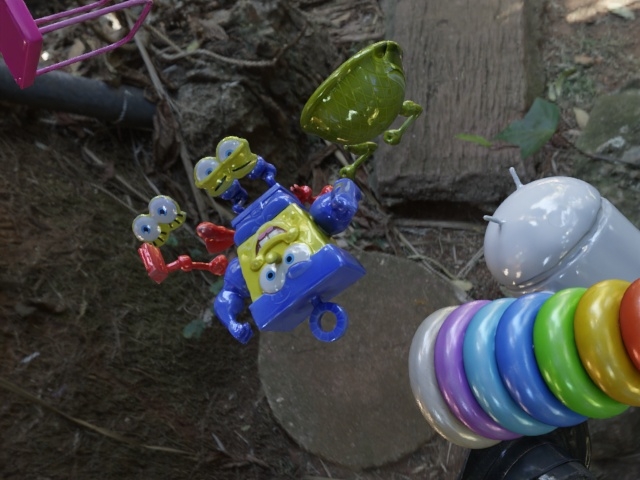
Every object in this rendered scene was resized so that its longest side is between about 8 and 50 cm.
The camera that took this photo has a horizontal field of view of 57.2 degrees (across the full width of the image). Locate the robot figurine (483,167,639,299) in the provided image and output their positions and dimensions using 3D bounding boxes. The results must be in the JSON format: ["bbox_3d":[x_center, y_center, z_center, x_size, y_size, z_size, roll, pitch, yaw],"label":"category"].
[{"bbox_3d":[0.398,0.043,0.906,0.353,0.200,0.300,42,42,-6],"label":"robot figurine"}]

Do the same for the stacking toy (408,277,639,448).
[{"bbox_3d":[0.218,0.083,0.470,0.141,0.330,0.141,12,64,-26],"label":"stacking toy"}]

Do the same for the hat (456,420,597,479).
[{"bbox_3d":[0.324,0.404,0.854,0.331,0.331,0.134,-39,31,-12],"label":"hat"}]

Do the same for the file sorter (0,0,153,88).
[{"bbox_3d":[-0.372,-0.387,0.761,0.182,0.290,0.202,-32,13,-27],"label":"file sorter"}]

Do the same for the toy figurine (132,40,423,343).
[{"bbox_3d":[0.000,0.000,0.612,0.363,0.191,0.217,-37,59,12],"label":"toy figurine"}]
